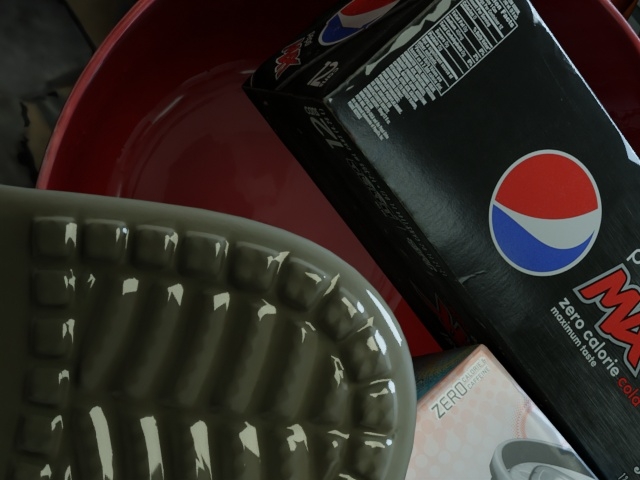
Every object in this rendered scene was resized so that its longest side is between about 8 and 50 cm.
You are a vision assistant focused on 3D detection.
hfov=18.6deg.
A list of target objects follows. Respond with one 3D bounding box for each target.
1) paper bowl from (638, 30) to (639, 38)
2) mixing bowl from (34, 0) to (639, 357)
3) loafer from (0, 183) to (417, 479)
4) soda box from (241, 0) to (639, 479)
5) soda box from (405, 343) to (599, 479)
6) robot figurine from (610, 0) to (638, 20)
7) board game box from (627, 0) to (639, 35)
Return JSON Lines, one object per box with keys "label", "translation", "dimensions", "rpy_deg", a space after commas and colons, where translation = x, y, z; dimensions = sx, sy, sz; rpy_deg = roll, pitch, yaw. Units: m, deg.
{"label": "paper bowl", "translation": [0.234, -0.021, 0.600], "dimensions": [0.284, 0.284, 0.148], "rpy_deg": [58, -1, 7]}
{"label": "mixing bowl", "translation": [0.000, 0.000, 0.530], "dimensions": [0.181, 0.098, 0.181], "rpy_deg": [-3, 98, -20]}
{"label": "loafer", "translation": [-0.114, 0.021, 0.410], "dimensions": [0.268, 0.092, 0.102], "rpy_deg": [15, 81, 5]}
{"label": "soda box", "translation": [0.057, 0.012, 0.468], "dimensions": [0.053, 0.060, 0.169], "rpy_deg": [-41, 110, -11]}
{"label": "soda box", "translation": [-0.016, 0.105, 0.438], "dimensions": [0.183, 0.058, 0.063], "rpy_deg": [-43, 97, -17]}
{"label": "robot figurine", "translation": [0.044, -0.118, 0.579], "dimensions": [0.128, 0.219, 0.158], "rpy_deg": [30, 72, 10]}
{"label": "board game box", "translation": [0.133, -0.187, 0.696], "dimensions": [0.303, 0.224, 0.097], "rpy_deg": [38, 20, -15]}
